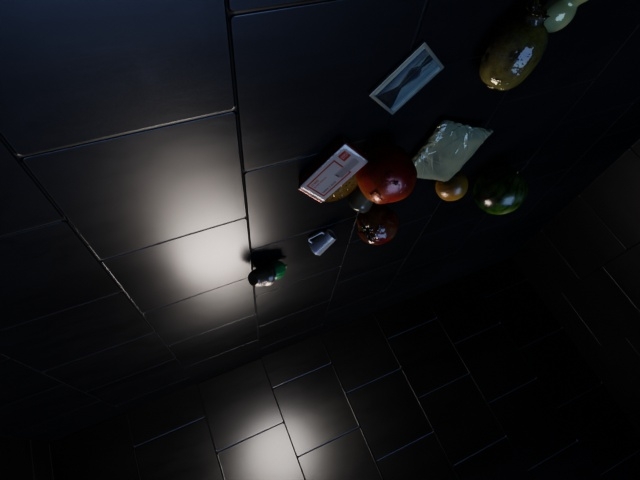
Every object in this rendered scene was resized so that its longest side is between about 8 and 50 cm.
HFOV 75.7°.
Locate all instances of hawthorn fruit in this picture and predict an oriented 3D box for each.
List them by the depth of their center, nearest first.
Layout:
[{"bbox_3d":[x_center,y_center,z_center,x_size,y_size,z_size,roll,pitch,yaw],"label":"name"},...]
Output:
[{"bbox_3d":[0.269,-0.083,1.810,0.235,0.181,0.181,-34,163,-36],"label":"hawthorn fruit"}]

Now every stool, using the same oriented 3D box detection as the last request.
[{"bbox_3d":[0.168,-0.171,1.616,0.096,0.096,0.110,-9,146,-32],"label":"stool"}]

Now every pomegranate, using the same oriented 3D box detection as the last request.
[{"bbox_3d":[0.225,-0.225,1.441,0.210,0.210,0.235,-19,176,-15],"label":"pomegranate"}]

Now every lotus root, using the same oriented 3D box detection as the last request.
[{"bbox_3d":[0.572,-0.564,1.192,0.154,0.154,0.278,-14,147,-25],"label":"lotus root"}]

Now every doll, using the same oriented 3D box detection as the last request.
[{"bbox_3d":[0.699,-0.688,1.120,0.141,0.117,0.296,-17,167,-33],"label":"doll"}]

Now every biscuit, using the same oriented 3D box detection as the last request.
[{"bbox_3d":[0.066,-0.208,1.522,0.188,0.027,0.187,-22,156,-11],"label":"biscuit"}]

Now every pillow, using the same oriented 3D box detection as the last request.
[{"bbox_3d":[0.487,-0.347,1.603,0.281,0.076,0.274,-1,142,-32],"label":"pillow"}]

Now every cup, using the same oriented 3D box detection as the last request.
[{"bbox_3d":[0.000,0.000,1.826,0.104,0.074,0.116,35,115,-30],"label":"cup"}]

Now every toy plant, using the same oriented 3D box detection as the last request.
[{"bbox_3d":[-0.232,0.149,1.846,0.200,0.105,0.143,-15,163,-49],"label":"toy plant"}]

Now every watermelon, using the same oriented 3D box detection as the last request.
[{"bbox_3d":[0.859,-0.240,1.970,0.243,0.242,0.242,-21,154,-11],"label":"watermelon"}]

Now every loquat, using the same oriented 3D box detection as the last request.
[{"bbox_3d":[0.581,-0.242,1.815,0.141,0.141,0.141,-21,154,-11],"label":"loquat"}]

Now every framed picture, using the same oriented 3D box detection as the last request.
[{"bbox_3d":[0.253,-0.470,1.210,0.203,0.015,0.150,-39,152,25],"label":"framed picture"}]

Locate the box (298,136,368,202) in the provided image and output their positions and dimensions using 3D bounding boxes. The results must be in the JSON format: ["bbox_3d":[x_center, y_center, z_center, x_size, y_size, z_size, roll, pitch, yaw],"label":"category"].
[{"bbox_3d":[0.038,-0.233,1.385,0.123,0.050,0.229,29,124,-37],"label":"box"}]
